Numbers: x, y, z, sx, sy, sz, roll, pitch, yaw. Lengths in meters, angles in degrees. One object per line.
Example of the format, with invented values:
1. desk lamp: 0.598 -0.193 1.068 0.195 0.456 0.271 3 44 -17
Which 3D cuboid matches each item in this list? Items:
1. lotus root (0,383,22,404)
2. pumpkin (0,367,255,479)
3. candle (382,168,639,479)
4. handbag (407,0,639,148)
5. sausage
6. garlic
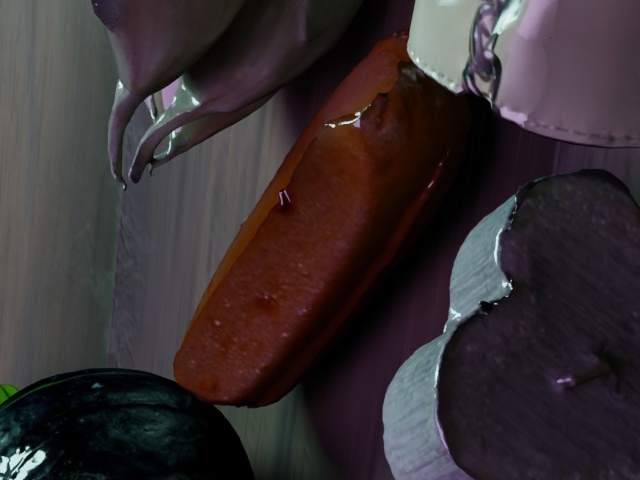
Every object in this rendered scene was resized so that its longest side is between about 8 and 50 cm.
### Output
1. lotus root: -0.287 0.188 1.583 0.186 0.186 0.186 14 107 57
2. pumpkin: -0.131 0.236 1.258 0.315 0.238 0.315 174 90 -77
3. candle: 0.125 0.071 0.905 0.168 0.192 0.068 39 147 -11
4. handbag: 0.171 -0.222 0.686 0.160 0.236 0.358 39 127 46
5. sausage: 0.000 0.000 1.130 0.330 0.102 0.102 -56 50 47
6. garlic: -0.084 -0.184 1.136 0.237 0.210 0.292 -18 71 51
